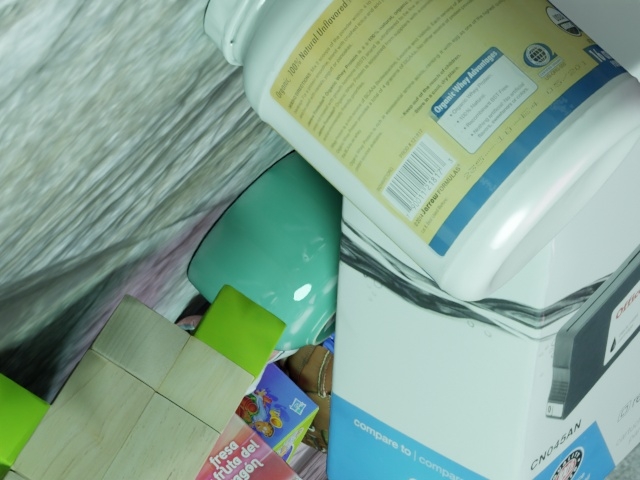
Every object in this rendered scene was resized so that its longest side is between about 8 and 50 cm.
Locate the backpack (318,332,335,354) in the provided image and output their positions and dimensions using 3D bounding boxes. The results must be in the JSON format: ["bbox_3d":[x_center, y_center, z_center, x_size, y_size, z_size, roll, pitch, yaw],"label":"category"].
[{"bbox_3d":[0.036,0.052,1.620,0.098,0.120,0.101,-42,168,-20],"label":"backpack"}]

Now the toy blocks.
[{"bbox_3d":[-0.186,0.217,1.200,0.381,0.190,0.261,-60,-174,-38],"label":"toy blocks"}]

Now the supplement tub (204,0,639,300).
[{"bbox_3d":[0.052,-0.083,0.988,0.144,0.199,0.144,-44,170,-10],"label":"supplement tub"}]

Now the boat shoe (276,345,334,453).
[{"bbox_3d":[0.021,0.122,1.854,0.111,0.104,0.307,-43,168,-18],"label":"boat shoe"}]

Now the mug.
[{"bbox_3d":[-0.006,0.004,1.348,0.158,0.097,0.129,-50,168,20],"label":"mug"}]

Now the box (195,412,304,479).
[{"bbox_3d":[-0.170,0.265,1.543,0.300,0.142,0.154,-40,167,-28],"label":"box"}]

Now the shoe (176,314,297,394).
[{"bbox_3d":[-0.083,0.086,1.471,0.081,0.063,0.178,-12,169,-25],"label":"shoe"}]

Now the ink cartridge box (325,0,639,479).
[{"bbox_3d":[0.156,-0.016,1.308,0.285,0.166,0.395,-37,143,-38],"label":"ink cartridge box"}]

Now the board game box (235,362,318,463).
[{"bbox_3d":[-0.143,0.273,1.842,0.233,0.078,0.347,-40,167,-30],"label":"board game box"}]
